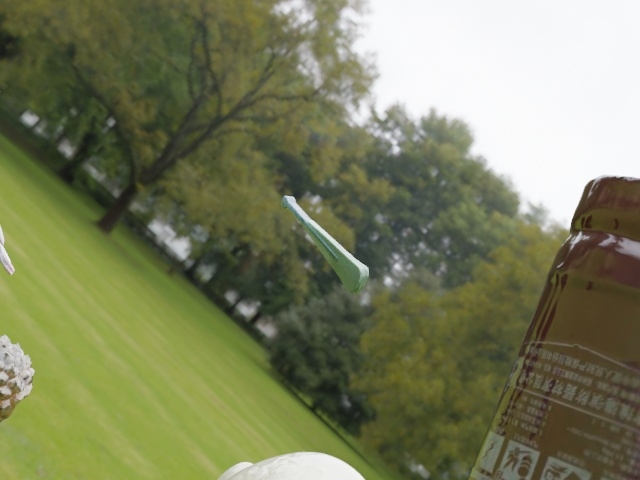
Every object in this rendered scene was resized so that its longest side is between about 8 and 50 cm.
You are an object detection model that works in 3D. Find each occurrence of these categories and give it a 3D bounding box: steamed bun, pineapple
[{"bbox_3d":[-0.041,0.322,1.197,0.177,0.228,0.130,48,26,-31],"label":"steamed bun"},{"bbox_3d":[-0.292,0.076,0.778,0.159,0.074,0.074,45,-4,-31],"label":"pineapple"}]

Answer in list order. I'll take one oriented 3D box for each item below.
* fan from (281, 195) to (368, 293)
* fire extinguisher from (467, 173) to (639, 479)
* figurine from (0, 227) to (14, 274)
[{"bbox_3d":[0.000,0.000,1.257,0.016,0.038,0.193,6,28,-37],"label":"fan"},{"bbox_3d":[0.107,0.142,0.472,0.135,0.337,0.114,17,-8,47],"label":"fire extinguisher"},{"bbox_3d":[-0.529,-0.089,1.370,0.284,0.206,0.315,54,-42,10],"label":"figurine"}]
